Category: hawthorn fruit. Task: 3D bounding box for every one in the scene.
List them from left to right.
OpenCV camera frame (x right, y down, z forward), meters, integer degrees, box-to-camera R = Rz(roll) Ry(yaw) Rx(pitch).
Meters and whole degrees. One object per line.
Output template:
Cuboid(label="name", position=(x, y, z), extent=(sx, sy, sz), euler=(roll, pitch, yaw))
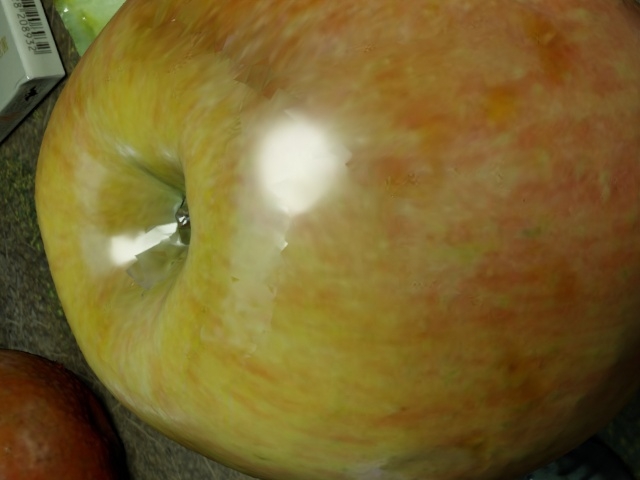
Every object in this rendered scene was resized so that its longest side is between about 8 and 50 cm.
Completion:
Cuboid(label="hawthorn fruit", position=(-0.352, 0.273, 1.407), extent=(0.295, 0.311, 0.295), euler=(47, 165, 16))

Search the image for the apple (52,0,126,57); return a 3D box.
Cuboid(label="apple", position=(-0.112, -0.146, 1.045), extent=(0.254, 0.179, 0.346), euler=(2, 122, 45))

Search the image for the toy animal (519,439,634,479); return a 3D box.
Cuboid(label="toy animal", position=(0.225, 0.200, 0.877), extent=(0.217, 0.073, 0.176), euler=(-22, 69, 46))

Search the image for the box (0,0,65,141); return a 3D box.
Cuboid(label="box", position=(-0.399, -0.303, 1.487), extent=(0.204, 0.051, 0.365), euler=(-31, 76, 50))

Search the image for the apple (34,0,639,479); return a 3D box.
Cuboid(label="apple", position=(0.021, -0.024, 0.831), extent=(0.391, 0.346, 0.391), euler=(20, 118, 44))
